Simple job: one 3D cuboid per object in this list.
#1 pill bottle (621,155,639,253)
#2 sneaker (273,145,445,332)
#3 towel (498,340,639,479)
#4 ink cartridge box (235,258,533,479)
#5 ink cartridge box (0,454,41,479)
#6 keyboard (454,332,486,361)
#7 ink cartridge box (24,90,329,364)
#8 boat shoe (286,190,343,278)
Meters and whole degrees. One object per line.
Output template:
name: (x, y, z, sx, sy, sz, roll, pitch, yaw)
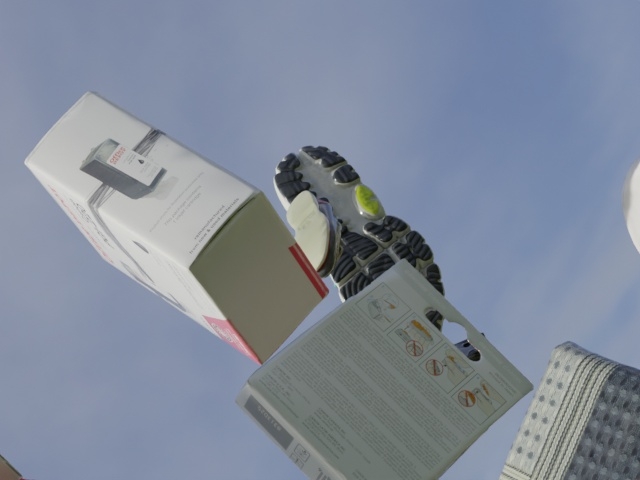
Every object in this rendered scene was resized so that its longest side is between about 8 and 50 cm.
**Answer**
pill bottle: (0.401, -0.077, 1.556, 0.301, 0.169, 0.169, -36, -29, -24)
sneaker: (0.048, 0.018, 2.002, 0.107, 0.275, 0.110, -26, -33, -9)
towel: (0.237, 0.271, 1.638, 0.056, 0.312, 0.324, 26, -92, -31)
ink cartridge box: (0.047, 0.112, 1.404, 0.179, 0.145, 0.045, -36, -15, -38)
ink cartridge box: (-0.400, 0.321, 1.903, 0.275, 0.060, 0.239, -51, 18, -23)
keyboard: (0.127, 0.166, 2.424, 0.180, 0.023, 0.108, -24, 11, 14)
ink cartridge box: (-0.119, -0.012, 1.577, 0.092, 0.218, 0.158, -47, -39, -12)
boat shoe: (0.000, 0.000, 1.729, 0.049, 0.043, 0.137, -44, 23, 13)
